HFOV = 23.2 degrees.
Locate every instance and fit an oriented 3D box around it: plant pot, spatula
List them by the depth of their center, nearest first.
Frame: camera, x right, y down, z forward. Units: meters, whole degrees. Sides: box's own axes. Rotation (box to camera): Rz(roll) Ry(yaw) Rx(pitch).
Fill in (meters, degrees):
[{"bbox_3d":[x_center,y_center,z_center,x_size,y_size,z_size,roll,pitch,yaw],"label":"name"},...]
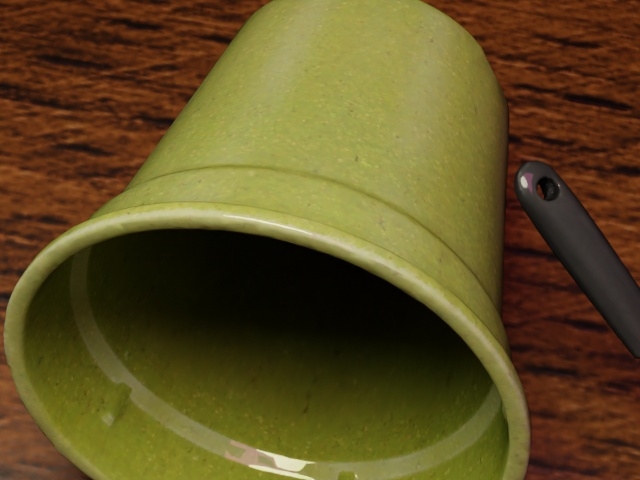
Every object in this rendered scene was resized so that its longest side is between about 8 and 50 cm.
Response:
[{"bbox_3d":[0.000,0.000,0.871,0.276,0.276,0.254,14,47,6],"label":"plant pot"},{"bbox_3d":[0.193,0.078,0.873,0.084,0.030,0.296,-39,103,-25],"label":"spatula"}]
